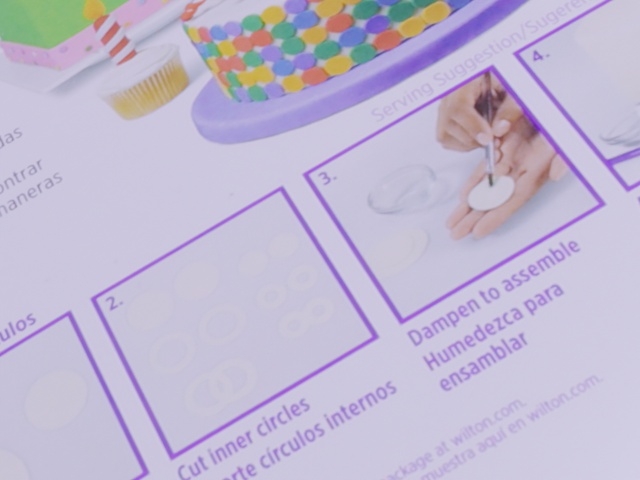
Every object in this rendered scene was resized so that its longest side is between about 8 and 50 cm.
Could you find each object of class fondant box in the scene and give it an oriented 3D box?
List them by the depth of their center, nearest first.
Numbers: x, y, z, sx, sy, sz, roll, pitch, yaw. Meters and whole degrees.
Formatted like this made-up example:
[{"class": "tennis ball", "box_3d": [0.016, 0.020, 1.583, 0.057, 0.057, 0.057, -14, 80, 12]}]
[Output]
[{"class": "fondant box", "box_3d": [0.000, 0.000, 0.456, 0.238, 0.096, 0.330, -30, 52, -3]}]
